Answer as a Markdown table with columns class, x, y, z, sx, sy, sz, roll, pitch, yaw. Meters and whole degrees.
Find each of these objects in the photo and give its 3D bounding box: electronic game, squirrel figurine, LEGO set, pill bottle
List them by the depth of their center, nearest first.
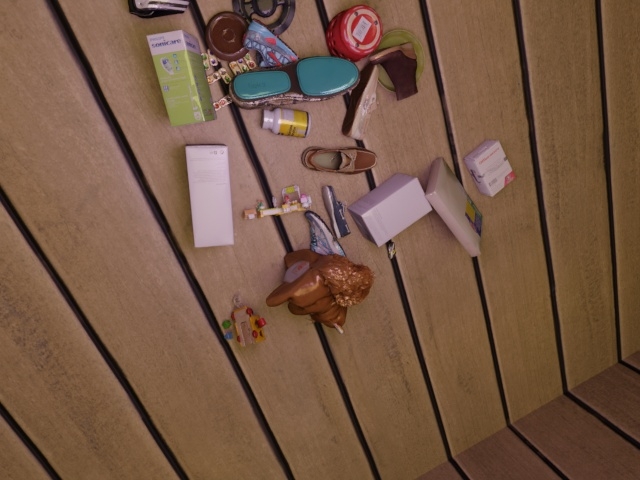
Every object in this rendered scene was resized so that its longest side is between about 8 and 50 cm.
| class | x | y | z | sx | sy | sz | roll | pitch | yaw |
| --- | --- | --- | --- | --- | --- | --- | --- | --- | --- |
| electronic game | -0.205 | -0.864 | 1.478 | 0.229 | 0.048 | 0.229 | -4 | 111 | -10 |
| pill bottle | -0.136 | -0.464 | 1.588 | 0.184 | 0.103 | 0.103 | 2 | 105 | -18 |
| LEGO set | -0.177 | -0.160 | 1.667 | 0.286 | 0.132 | 0.107 | -9 | 92 | 9 |
| squirrel figurine | 0.040 | 0.230 | 1.715 | 0.396 | 0.281 | 0.370 | -20 | 124 | 26 |

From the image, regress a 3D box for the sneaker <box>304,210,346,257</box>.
| class | x | y | z | sx | sy | sz | roll | pitch | yaw |
| --- | --- | --- | --- | --- | --- | --- | --- | --- | --- |
| sneaker | 0.000 | 0.000 | 1.768 | 0.122 | 0.110 | 0.283 | -33 | 110 | 3 |

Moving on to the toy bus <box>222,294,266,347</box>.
| class | x | y | z | sx | sy | sz | roll | pitch | yaw |
| --- | --- | --- | --- | --- | --- | --- | --- | --- | --- |
| toy bus | -0.312 | 0.362 | 1.771 | 0.104 | 0.191 | 0.202 | 7 | 109 | -64 |

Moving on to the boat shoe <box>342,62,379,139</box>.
| class | x | y | z | sx | sy | sz | roll | pitch | yaw |
| --- | --- | --- | --- | --- | --- | --- | --- | --- | --- |
| boat shoe | 0.183 | -0.567 | 1.665 | 0.098 | 0.109 | 0.302 | 10 | 105 | -29 |

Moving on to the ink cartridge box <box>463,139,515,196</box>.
| class | x | y | z | sx | sy | sz | roll | pitch | yaw |
| --- | --- | --- | --- | --- | --- | --- | --- | --- | --- |
| ink cartridge box | 0.805 | -0.346 | 1.933 | 0.158 | 0.092 | 0.218 | -39 | 115 | -4 |

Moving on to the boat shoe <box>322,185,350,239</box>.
| class | x | y | z | sx | sy | sz | roll | pitch | yaw |
| --- | --- | --- | --- | --- | --- | --- | --- | --- | --- |
| boat shoe | 0.074 | -0.126 | 1.759 | 0.079 | 0.095 | 0.255 | -21 | 112 | -9 |

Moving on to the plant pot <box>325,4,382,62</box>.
| class | x | y | z | sx | sy | sz | roll | pitch | yaw |
| --- | --- | --- | --- | --- | --- | --- | --- | --- | --- |
| plant pot | 0.135 | -0.785 | 1.546 | 0.191 | 0.174 | 0.191 | -6 | 109 | -18 |

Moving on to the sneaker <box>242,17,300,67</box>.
| class | x | y | z | sx | sy | sz | roll | pitch | yaw |
| --- | --- | --- | --- | --- | --- | --- | --- | --- | --- |
| sneaker | -0.181 | -0.692 | 1.502 | 0.261 | 0.104 | 0.125 | 27 | 114 | -43 |

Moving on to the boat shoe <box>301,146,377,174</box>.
| class | x | y | z | sx | sy | sz | roll | pitch | yaw |
| --- | --- | --- | --- | --- | --- | --- | --- | --- | --- |
| boat shoe | 0.088 | -0.328 | 1.691 | 0.323 | 0.120 | 0.123 | -5 | 107 | -16 |

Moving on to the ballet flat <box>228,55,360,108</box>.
| class | x | y | z | sx | sy | sz | roll | pitch | yaw |
| --- | --- | --- | --- | --- | --- | --- | --- | --- | --- |
| ballet flat | -0.100 | -0.581 | 1.524 | 0.482 | 0.182 | 0.164 | -11 | 92 | -5 |

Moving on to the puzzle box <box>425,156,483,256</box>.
| class | x | y | z | sx | sy | sz | roll | pitch | yaw |
| --- | --- | --- | --- | --- | --- | --- | --- | --- | --- |
| puzzle box | 0.625 | -0.151 | 1.861 | 0.409 | 0.052 | 0.272 | 47 | 43 | -23 |

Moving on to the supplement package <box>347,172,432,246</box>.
| class | x | y | z | sx | sy | sz | roll | pitch | yaw |
| --- | --- | --- | --- | --- | --- | --- | --- | --- | --- |
| supplement package | 0.302 | -0.139 | 1.784 | 0.293 | 0.177 | 0.175 | -35 | 113 | -5 |

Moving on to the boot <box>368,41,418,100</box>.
| class | x | y | z | sx | sy | sz | roll | pitch | yaw |
| --- | --- | --- | --- | --- | --- | --- | --- | --- | --- |
| boot | 0.302 | -0.663 | 1.615 | 0.248 | 0.090 | 0.207 | -28 | 119 | -30 |

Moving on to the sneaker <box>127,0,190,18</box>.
| class | x | y | z | sx | sy | sz | roll | pitch | yaw |
| --- | --- | --- | --- | --- | --- | --- | --- | --- | --- |
| sneaker | -0.620 | -0.879 | 1.275 | 0.447 | 0.169 | 0.258 | 20 | 97 | -24 |

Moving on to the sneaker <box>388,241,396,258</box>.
| class | x | y | z | sx | sy | sz | roll | pitch | yaw |
| --- | --- | --- | --- | --- | --- | --- | --- | --- | --- |
| sneaker | 0.345 | 0.046 | 1.936 | 0.035 | 0.031 | 0.083 | -5 | 112 | -30 |

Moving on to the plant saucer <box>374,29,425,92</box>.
| class | x | y | z | sx | sy | sz | roll | pitch | yaw |
| --- | --- | --- | --- | --- | --- | --- | --- | --- | --- |
| plant saucer | 0.321 | -0.743 | 1.691 | 0.240 | 0.037 | 0.241 | -5 | 106 | -17 |

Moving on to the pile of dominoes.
| class | x | y | z | sx | sy | sz | roll | pitch | yaw |
| --- | --- | --- | --- | --- | --- | --- | --- | --- | --- |
| pile of dominoes | -0.365 | -0.617 | 1.505 | 0.251 | 0.040 | 0.196 | -35 | 113 | -6 |

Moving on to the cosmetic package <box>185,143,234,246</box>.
| class | x | y | z | sx | sy | sz | roll | pitch | yaw |
| --- | --- | --- | --- | --- | --- | --- | --- | --- | --- |
| cosmetic package | -0.416 | -0.176 | 1.534 | 0.155 | 0.197 | 0.366 | -4 | 105 | -17 |

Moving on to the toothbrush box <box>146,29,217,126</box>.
| class | x | y | z | sx | sy | sz | roll | pitch | yaw |
| --- | --- | --- | --- | --- | --- | --- | --- | --- | --- |
| toothbrush box | -0.465 | -0.547 | 1.392 | 0.122 | 0.206 | 0.283 | -8 | 110 | 1 |

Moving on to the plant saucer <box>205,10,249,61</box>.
| class | x | y | z | sx | sy | sz | roll | pitch | yaw |
| --- | --- | --- | --- | --- | --- | --- | --- | --- | --- |
| plant saucer | -0.330 | -0.736 | 1.457 | 0.168 | 0.029 | 0.169 | -1 | 102 | -7 |
